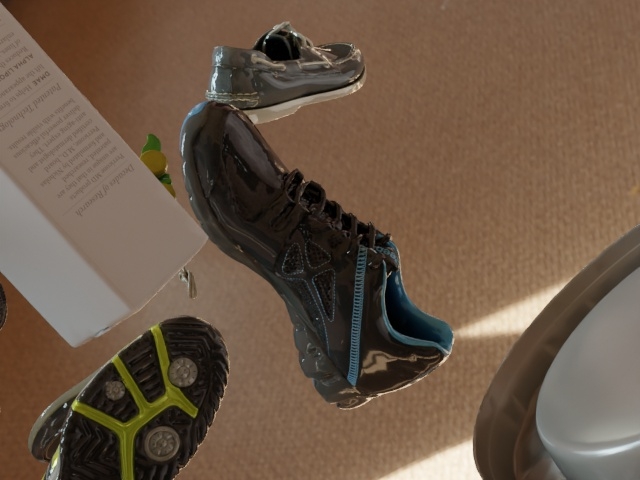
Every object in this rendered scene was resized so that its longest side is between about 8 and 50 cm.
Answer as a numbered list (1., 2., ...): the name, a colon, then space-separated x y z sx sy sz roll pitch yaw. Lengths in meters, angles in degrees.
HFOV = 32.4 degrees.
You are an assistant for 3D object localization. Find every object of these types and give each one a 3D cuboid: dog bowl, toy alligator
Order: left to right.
1. toy alligator: -0.166 -0.023 1.080 0.051 0.056 0.189 -11 63 -13
2. dog bowl: 0.272 0.084 0.771 0.349 0.102 0.349 -42 10 9

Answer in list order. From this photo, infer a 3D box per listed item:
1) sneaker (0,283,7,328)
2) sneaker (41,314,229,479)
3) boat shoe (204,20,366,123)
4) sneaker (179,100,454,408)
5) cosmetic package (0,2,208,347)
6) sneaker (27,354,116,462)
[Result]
1. sneaker: -0.545 0.050 1.676 0.069 0.209 0.082 -37 34 -25
2. sneaker: -0.239 0.243 1.217 0.384 0.145 0.147 -56 13 -2
3. boat shoe: -0.035 -0.226 1.402 0.116 0.099 0.319 7 23 31
4. sneaker: 0.000 0.000 1.042 0.140 0.341 0.125 -23 22 33
5. cosmetic package: -0.194 -0.048 0.722 0.085 0.231 0.117 -49 13 -34
6. sneaker: -0.263 0.233 1.352 0.222 0.083 0.118 -41 66 17
